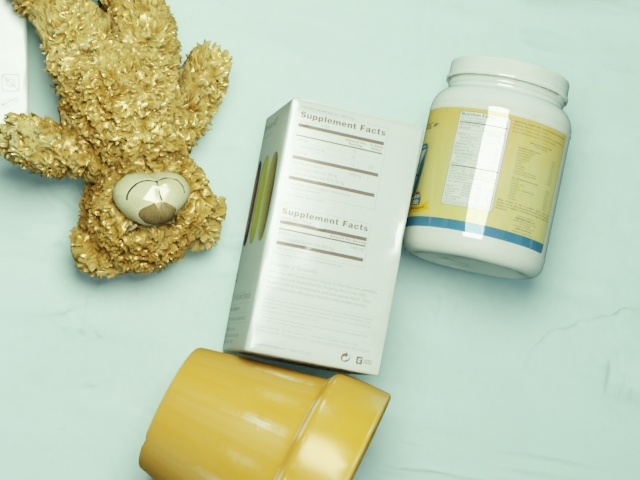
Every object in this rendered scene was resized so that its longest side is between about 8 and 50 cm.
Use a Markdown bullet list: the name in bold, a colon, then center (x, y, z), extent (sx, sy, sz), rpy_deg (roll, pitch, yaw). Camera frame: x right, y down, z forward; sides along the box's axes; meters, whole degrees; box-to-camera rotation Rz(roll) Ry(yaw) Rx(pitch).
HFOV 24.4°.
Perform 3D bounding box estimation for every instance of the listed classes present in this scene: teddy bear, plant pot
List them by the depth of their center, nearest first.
- **plant pot**: center (-0.061, 0.198, 1.401), extent (0.188, 0.205, 0.205), rpy_deg (26, 81, 6)
- **teddy bear**: center (-0.187, -0.135, 1.407), extent (0.245, 0.113, 0.338), rpy_deg (8, 79, -38)

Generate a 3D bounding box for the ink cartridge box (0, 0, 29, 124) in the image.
- **ink cartridge box**: center (-0.366, -0.265, 1.421), extent (0.165, 0.065, 0.333), rpy_deg (-1, 88, -12)

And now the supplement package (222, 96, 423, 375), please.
- **supplement package**: center (0.000, 0.000, 1.445), extent (0.133, 0.139, 0.244), rpy_deg (12, 83, -12)

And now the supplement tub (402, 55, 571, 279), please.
- **supplement tub**: center (0.170, -0.071, 1.484), extent (0.144, 0.144, 0.200), rpy_deg (14, 83, -11)
